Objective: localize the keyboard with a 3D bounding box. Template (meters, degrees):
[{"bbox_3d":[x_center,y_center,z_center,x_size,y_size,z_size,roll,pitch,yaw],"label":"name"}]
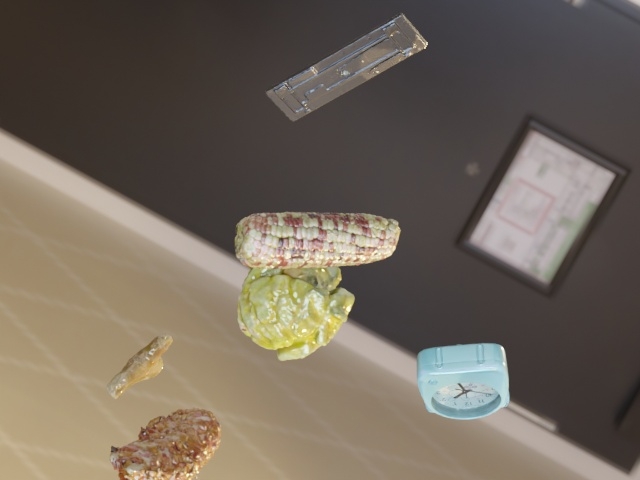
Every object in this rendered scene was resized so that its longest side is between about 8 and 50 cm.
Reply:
[{"bbox_3d":[0.030,-0.211,1.677,0.204,0.061,0.013,-27,-138,25],"label":"keyboard"}]

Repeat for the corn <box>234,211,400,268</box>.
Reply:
[{"bbox_3d":[0.000,0.000,1.993,0.086,0.253,0.086,180,-90,-73],"label":"corn"}]

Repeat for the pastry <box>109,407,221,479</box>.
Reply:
[{"bbox_3d":[-0.176,0.254,1.600,0.169,0.087,0.063,-30,130,-53],"label":"pastry"}]

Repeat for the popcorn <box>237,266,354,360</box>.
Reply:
[{"bbox_3d":[-0.047,0.093,2.206,0.167,0.185,0.187,-48,-151,33],"label":"popcorn"}]

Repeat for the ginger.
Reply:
[{"bbox_3d":[-0.199,0.138,1.493,0.097,0.030,0.048,-45,160,-30],"label":"ginger"}]

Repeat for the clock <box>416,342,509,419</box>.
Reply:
[{"bbox_3d":[0.176,0.180,1.655,0.147,0.108,0.045,74,15,-52],"label":"clock"}]
